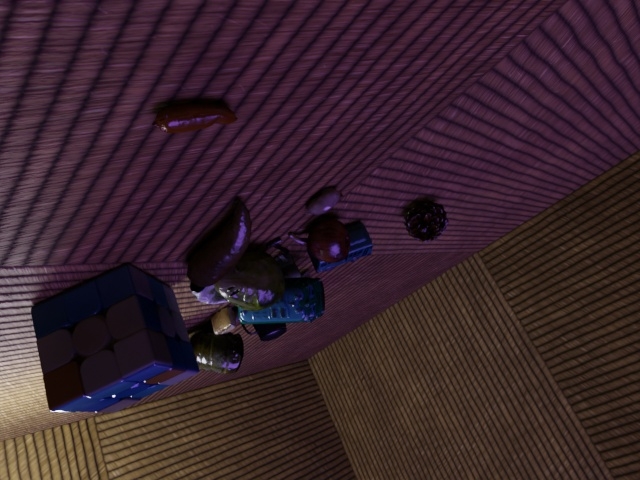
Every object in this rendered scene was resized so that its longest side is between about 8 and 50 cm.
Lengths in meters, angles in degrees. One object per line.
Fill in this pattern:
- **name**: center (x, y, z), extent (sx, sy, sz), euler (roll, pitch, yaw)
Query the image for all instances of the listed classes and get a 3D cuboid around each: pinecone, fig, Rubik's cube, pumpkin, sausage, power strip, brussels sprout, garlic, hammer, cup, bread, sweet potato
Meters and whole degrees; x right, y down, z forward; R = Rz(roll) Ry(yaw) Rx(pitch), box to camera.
- **pinecone**: center (0.450, -0.079, 2.029), extent (0.212, 0.168, 0.185), euler (-18, 148, -54)
- **fig**: center (0.006, 0.003, 1.778), extent (0.207, 0.175, 0.175), euler (-7, 165, 20)
- **Rubik's cube**: center (-0.652, 0.330, 1.530), extent (0.345, 0.346, 0.346), euler (-26, 160, -1)
- **pumpkin**: center (-0.524, 0.512, 2.292), extent (0.232, 0.241, 0.325), euler (18, 167, -31)
- **sausage**: center (-0.259, -0.257, 0.977), extent (0.183, 0.054, 0.062), euler (-16, -171, -27)
- **power strip**: center (-0.149, 0.115, 1.986), extent (0.093, 0.053, 0.288), euler (-24, 160, -1)
- **brussels sprout**: center (-0.262, 0.146, 1.718), extent (0.272, 0.210, 0.219), euler (7, 153, -30)
- **garlic**: center (0.008, -0.120, 1.577), extent (0.152, 0.066, 0.084), euler (-31, 160, 10)
- **hammer**: center (-0.152, 0.028, 1.817), extent (0.065, 0.021, 0.178), euler (-29, 159, 9)
- **cup**: center (-0.287, 0.423, 2.393), extent (0.223, 0.176, 0.169), euler (-15, 160, -26)
- **bread**: center (-0.450, 0.381, 2.210), extent (0.125, 0.106, 0.082), euler (-32, 158, 22)
- **sweet potato**: center (-0.315, 0.031, 1.502), extent (0.131, 0.130, 0.422), euler (-4, 150, -43)

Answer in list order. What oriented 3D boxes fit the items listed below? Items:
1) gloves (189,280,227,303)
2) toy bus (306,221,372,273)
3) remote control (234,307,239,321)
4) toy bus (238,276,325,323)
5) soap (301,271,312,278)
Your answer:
- **gloves**: center (-0.420, 0.186, 1.802), extent (0.119, 0.097, 0.229), euler (-68, 152, -13)
- **toy bus**: center (0.085, 0.026, 1.928), extent (0.256, 0.128, 0.147), euler (-19, 160, -13)
- **remote control**: center (-0.326, 0.299, 2.229), extent (0.313, 0.055, 0.109), euler (-41, 173, 29)
- **toy bus**: center (-0.169, 0.248, 1.919), extent (0.344, 0.183, 0.199), euler (-5, 180, 14)
- **soap**: center (-0.158, 0.266, 2.195), extent (0.274, 0.089, 0.173), euler (-35, -172, 31)
